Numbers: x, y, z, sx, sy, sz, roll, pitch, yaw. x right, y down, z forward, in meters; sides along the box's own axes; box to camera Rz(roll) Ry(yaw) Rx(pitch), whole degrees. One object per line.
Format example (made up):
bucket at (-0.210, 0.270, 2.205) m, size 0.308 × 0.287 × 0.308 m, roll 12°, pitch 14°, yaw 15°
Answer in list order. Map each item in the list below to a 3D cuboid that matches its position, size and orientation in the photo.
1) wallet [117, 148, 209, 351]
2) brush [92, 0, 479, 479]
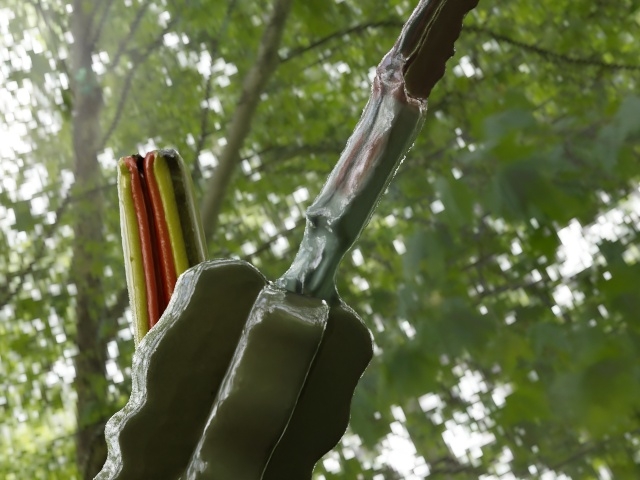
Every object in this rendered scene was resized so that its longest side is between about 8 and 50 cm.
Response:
wallet at (-0.092, 0.066, 0.934) m, size 0.067 × 0.241 × 0.141 m, roll -9°, pitch -10°, yaw -2°
brush at (0.000, 0.000, 0.481) m, size 0.084 × 0.071 × 0.301 m, roll 22°, pitch -85°, yaw -58°
